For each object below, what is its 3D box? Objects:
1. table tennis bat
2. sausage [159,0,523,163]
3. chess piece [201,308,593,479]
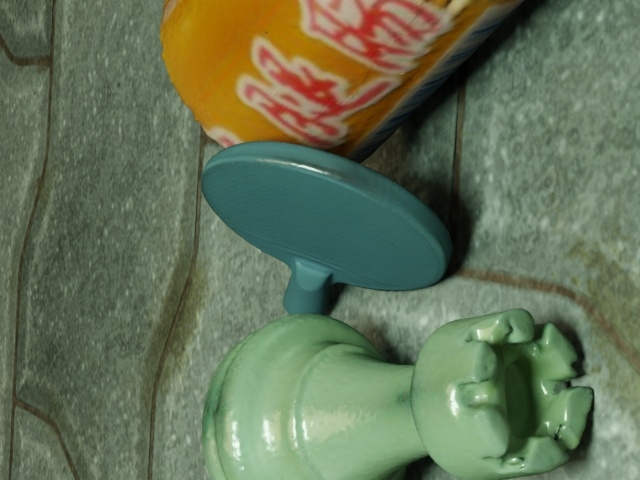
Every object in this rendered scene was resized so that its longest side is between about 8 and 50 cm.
[{"bbox_3d":[0.000,0.000,1.300,0.329,0.215,0.044,102,-173,-69],"label":"table tennis bat"},{"bbox_3d":[0.025,-0.209,1.211,0.287,0.233,0.233,-42,54,52],"label":"sausage"},{"bbox_3d":[0.061,0.136,1.199,0.299,0.194,0.195,-18,73,50],"label":"chess piece"}]
